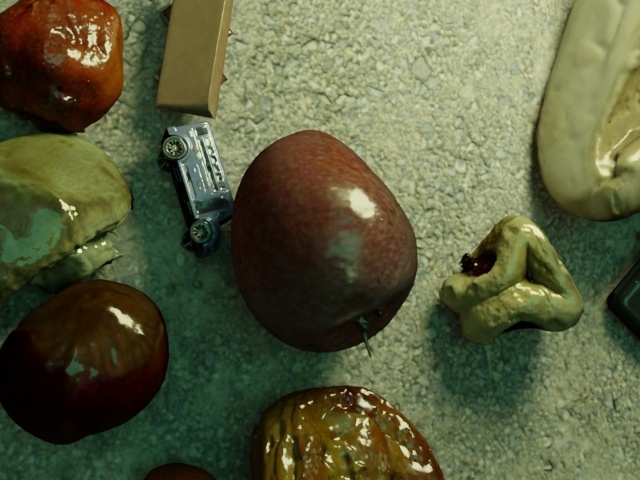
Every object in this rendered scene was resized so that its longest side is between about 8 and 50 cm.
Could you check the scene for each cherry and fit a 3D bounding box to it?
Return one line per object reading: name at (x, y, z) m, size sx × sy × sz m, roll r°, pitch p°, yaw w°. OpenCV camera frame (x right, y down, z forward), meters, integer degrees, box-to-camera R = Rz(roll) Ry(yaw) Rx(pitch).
cherry at (0.000, 0.000, 1.002) m, size 0.221 × 0.261 × 0.308 m, roll -15°, pitch 68°, yaw -3°

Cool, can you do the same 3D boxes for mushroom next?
mushroom at (-0.346, -0.024, 0.947) m, size 0.267 × 0.164 × 0.190 m, roll -31°, pitch 89°, yaw -15°
mushroom at (0.497, -0.186, 1.218) m, size 0.313 × 0.224 × 0.397 m, roll 24°, pitch 83°, yaw -26°

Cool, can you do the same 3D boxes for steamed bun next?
steamed bun at (0.248, 0.069, 1.132) m, size 0.155 × 0.141 × 0.172 m, roll -28°, pitch 87°, yaw -5°

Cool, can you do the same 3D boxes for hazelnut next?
hazelnut at (-0.269, 0.135, 0.945) m, size 0.201 × 0.160 × 0.170 m, roll -21°, pitch 87°, yaw -28°

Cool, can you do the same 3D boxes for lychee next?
lychee at (-0.160, 0.324, 0.971) m, size 0.101 × 0.114 × 0.140 m, roll -20°, pitch 53°, yaw -12°

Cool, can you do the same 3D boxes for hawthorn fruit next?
hawthorn fruit at (-0.312, -0.218, 0.993) m, size 0.179 × 0.173 × 0.173 m, roll -42°, pitch 94°, yaw -17°

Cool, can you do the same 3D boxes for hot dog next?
hot dog at (0.025, 0.371, 0.987) m, size 0.266 × 0.174 × 0.388 m, roll 3°, pitch 81°, yaw -31°

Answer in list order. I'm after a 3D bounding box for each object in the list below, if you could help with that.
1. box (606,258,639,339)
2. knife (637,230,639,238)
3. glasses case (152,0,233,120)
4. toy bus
box at (0.552, 0.061, 1.241) m, size 0.160 × 0.050 × 0.230 m, roll 44°, pitch 81°, yaw -6°
knife at (0.573, 0.017, 1.285) m, size 0.184 × 0.026 × 0.022 m, roll 17°, pitch 37°, yaw -11°
glasses case at (-0.170, -0.252, 1.095) m, size 0.102 × 0.070 × 0.194 m, roll 5°, pitch 81°, yaw 13°
toy bus at (-0.154, -0.064, 1.058) m, size 0.076 × 0.073 × 0.167 m, roll -16°, pitch 86°, yaw -20°
